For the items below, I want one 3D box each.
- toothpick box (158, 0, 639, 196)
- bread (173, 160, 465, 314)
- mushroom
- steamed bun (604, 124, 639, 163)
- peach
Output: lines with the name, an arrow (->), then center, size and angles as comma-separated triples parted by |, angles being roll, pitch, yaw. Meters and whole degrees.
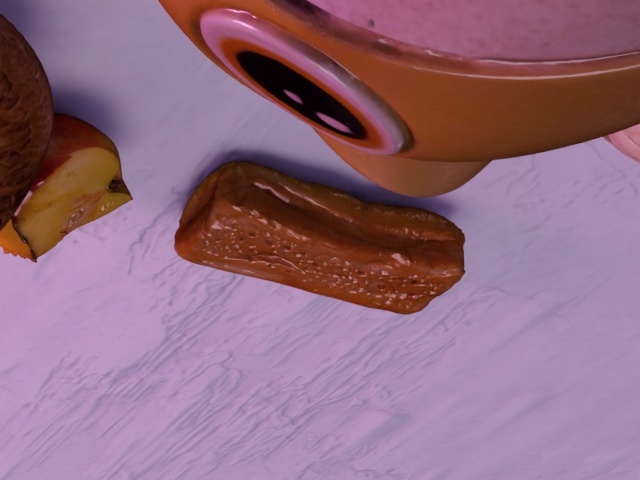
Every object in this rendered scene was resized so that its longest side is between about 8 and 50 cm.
toothpick box -> 0.086, -0.241, 0.798 | 0.408, 0.409, 0.425 | 12, 151, -27
bread -> 0.000, 0.002, 1.510 | 0.270, 0.077, 0.139 | 13, 148, -26
mushroom -> -0.326, -0.090, 1.210 | 0.253, 0.153, 0.253 | 5, 126, 7
steamed bun -> 0.302, -0.160, 1.172 | 0.275, 0.203, 0.289 | -1, 148, -8
peach -> -0.237, -0.050, 1.352 | 0.151, 0.118, 0.151 | -36, 159, -17
